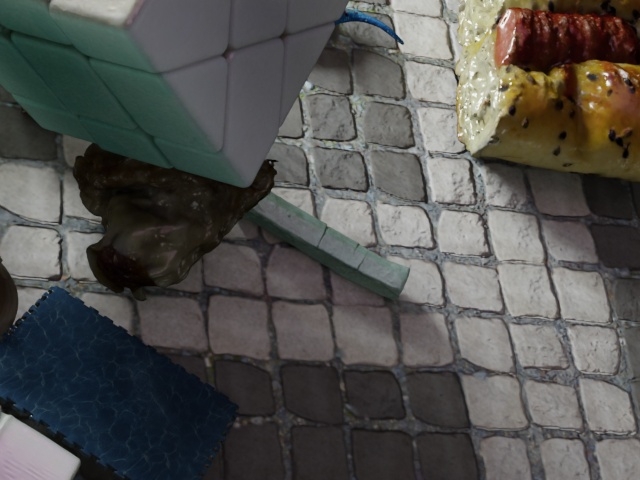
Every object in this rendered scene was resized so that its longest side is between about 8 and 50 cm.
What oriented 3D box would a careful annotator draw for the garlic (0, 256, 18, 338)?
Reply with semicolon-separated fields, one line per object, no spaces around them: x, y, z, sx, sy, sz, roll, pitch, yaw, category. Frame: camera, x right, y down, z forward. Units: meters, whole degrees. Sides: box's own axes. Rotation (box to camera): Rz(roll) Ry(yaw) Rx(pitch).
-0.410;0.085;1.655;0.131;0.127;0.194;21;77;12;garlic

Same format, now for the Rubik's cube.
-0.188;-0.291;1.636;0.316;0.322;0.319;17;70;30;Rubik's cube

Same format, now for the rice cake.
0.000;0.000;1.926;0.245;0.042;0.045;31;64;-4;rice cake

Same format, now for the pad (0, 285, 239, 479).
-0.225;0.166;1.654;0.269;0.012;0.270;33;21;-3;pad

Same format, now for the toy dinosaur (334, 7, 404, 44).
-0.043;-0.340;2.106;0.329;0.076;0.144;1;58;-29;toy dinosaur

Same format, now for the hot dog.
0.393;-0.237;2.171;0.365;0.196;0.367;16;56;-19;hot dog

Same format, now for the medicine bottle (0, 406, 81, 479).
-0.419;0.220;1.458;0.325;0.256;0.256;31;52;-3;medicine bottle

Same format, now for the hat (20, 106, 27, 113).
-0.319;-0.287;1.876;0.107;0.237;0.286;14;86;-1;hat

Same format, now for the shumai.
-0.182;-0.018;1.809;0.218;0.184;0.185;6;92;-34;shumai
